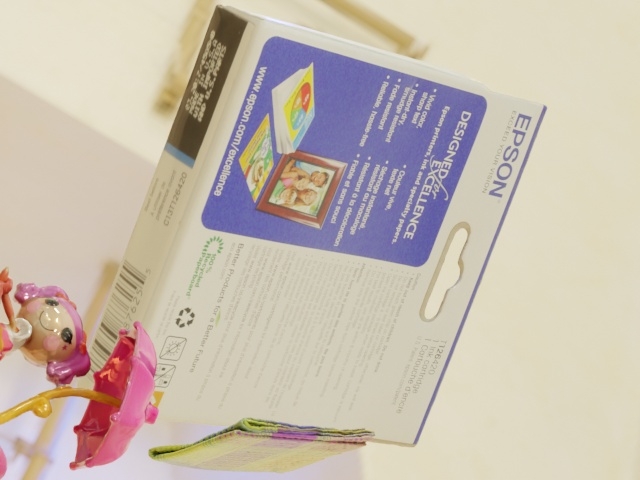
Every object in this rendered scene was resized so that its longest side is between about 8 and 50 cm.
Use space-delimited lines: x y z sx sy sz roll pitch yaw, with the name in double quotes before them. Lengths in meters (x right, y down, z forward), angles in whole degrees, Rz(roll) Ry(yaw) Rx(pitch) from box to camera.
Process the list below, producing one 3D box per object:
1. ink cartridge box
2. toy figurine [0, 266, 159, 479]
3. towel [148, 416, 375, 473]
"ink cartridge box" 0.000 0.000 1.366 0.072 0.307 0.304 30 -76 44
"toy figurine" -0.160 0.065 0.922 0.130 0.159 0.173 -45 -115 36
"towel" -0.024 0.087 0.762 0.060 0.083 0.009 -23 -113 40
